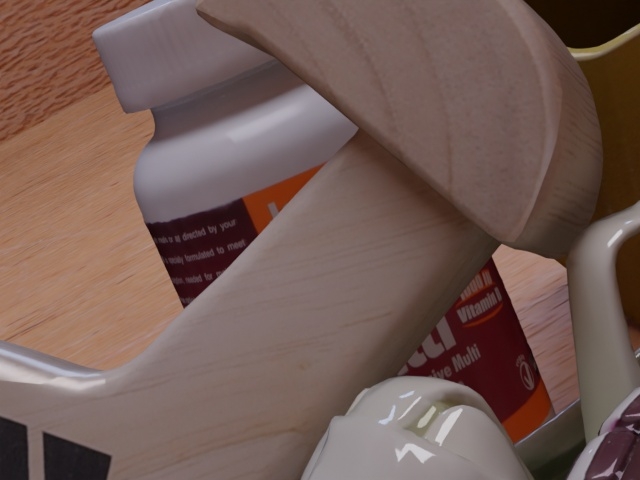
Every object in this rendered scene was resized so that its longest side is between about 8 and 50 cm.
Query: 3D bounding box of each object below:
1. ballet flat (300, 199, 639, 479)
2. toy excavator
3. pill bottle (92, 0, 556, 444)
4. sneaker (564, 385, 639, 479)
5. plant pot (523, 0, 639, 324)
[{"bbox_3d":[0.080,0.069,0.579,0.400,0.139,0.139,-32,15,-22],"label":"ballet flat"},{"bbox_3d":[-0.159,0.083,0.674,0.445,0.433,0.222,14,0,17],"label":"toy excavator"},{"bbox_3d":[0.000,0.000,0.769,0.121,0.221,0.121,-23,10,4],"label":"pill bottle"},{"bbox_3d":[0.104,0.110,0.417,0.281,0.106,0.162,-46,13,-32],"label":"sneaker"},{"bbox_3d":[0.145,-0.093,0.853,0.212,0.187,0.212,-31,41,-16],"label":"plant pot"}]
